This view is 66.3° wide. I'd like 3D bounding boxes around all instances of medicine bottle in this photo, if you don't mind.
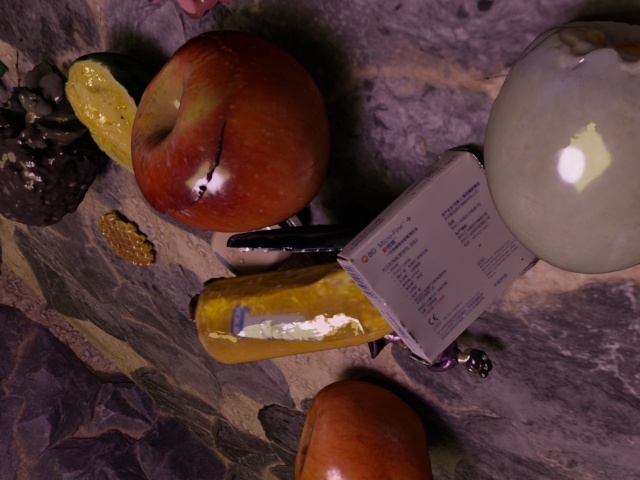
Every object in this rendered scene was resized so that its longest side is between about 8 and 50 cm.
[{"bbox_3d":[0.145,0.017,0.583,0.171,0.201,0.052,49,170,-12],"label":"medicine bottle"}]

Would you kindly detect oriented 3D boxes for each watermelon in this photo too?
[{"bbox_3d":[-0.300,-0.208,0.806,0.232,0.127,0.204,34,143,12],"label":"watermelon"}]

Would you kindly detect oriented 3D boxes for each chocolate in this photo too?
[{"bbox_3d":[0.002,0.097,0.784,0.446,0.162,0.162,-14,119,28],"label":"chocolate"}]

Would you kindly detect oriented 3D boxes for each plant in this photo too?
[{"bbox_3d":[-0.567,-0.196,0.991,0.215,0.213,0.312,43,134,1],"label":"plant"}]

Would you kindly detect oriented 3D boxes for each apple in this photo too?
[{"bbox_3d":[-0.111,-0.131,0.629,0.206,0.251,0.272,14,164,-42],"label":"apple"},{"bbox_3d":[0.092,0.445,0.994,0.275,0.299,0.299,11,140,0],"label":"apple"}]

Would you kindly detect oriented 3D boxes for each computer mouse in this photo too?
[{"bbox_3d":[-0.117,-0.008,0.884,0.145,0.082,0.236,41,143,-2],"label":"computer mouse"}]

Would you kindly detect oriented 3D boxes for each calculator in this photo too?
[{"bbox_3d":[0.000,0.000,0.673,0.177,0.268,0.040,0,95,40],"label":"calculator"}]

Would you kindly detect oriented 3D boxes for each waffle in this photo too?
[{"bbox_3d":[-0.508,0.000,1.281,0.191,0.038,0.191,25,140,23],"label":"waffle"}]

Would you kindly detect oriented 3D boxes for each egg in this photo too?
[{"bbox_3d":[0.235,-0.068,0.424,0.183,0.183,0.217,20,130,26],"label":"egg"}]

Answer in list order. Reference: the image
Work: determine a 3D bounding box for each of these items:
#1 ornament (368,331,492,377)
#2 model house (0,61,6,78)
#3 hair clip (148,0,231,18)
[{"bbox_3d":[0.183,0.168,0.802,0.203,0.081,0.088,9,134,33],"label":"ornament"},{"bbox_3d":[-0.790,-0.378,1.105,0.167,0.117,0.088,39,160,1],"label":"model house"},{"bbox_3d":[-0.175,-0.364,0.621,0.123,0.102,0.138,-10,88,45],"label":"hair clip"}]
